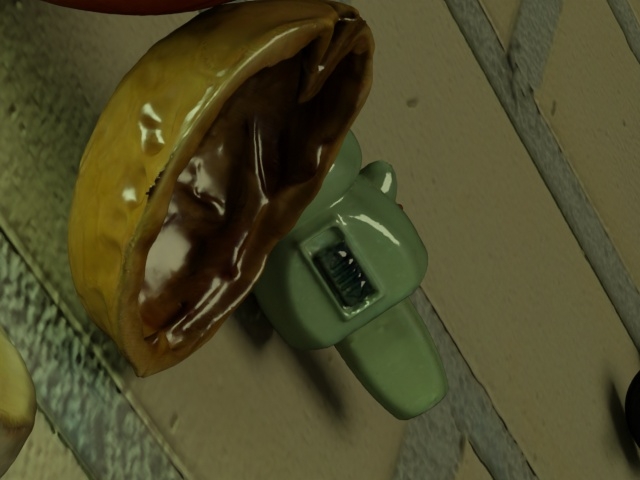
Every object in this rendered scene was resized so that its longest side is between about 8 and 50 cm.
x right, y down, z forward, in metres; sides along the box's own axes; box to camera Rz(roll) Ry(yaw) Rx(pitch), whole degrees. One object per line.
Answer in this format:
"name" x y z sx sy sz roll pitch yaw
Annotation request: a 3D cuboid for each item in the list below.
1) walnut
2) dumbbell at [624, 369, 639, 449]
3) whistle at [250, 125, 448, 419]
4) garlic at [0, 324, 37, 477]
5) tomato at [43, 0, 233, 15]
"walnut" -0.066 -0.042 0.990 0.211 0.087 0.167 -58 160 0
"dumbbell" 0.307 0.131 1.617 0.208 0.099 0.099 -26 97 -63
"whistle" 0.002 0.000 1.128 0.253 0.101 0.106 56 28 -24
"garlic" -0.212 0.048 0.682 0.229 0.143 0.178 19 17 -49
"tomato" -0.089 -0.260 0.896 0.321 0.321 0.322 39 42 -47
